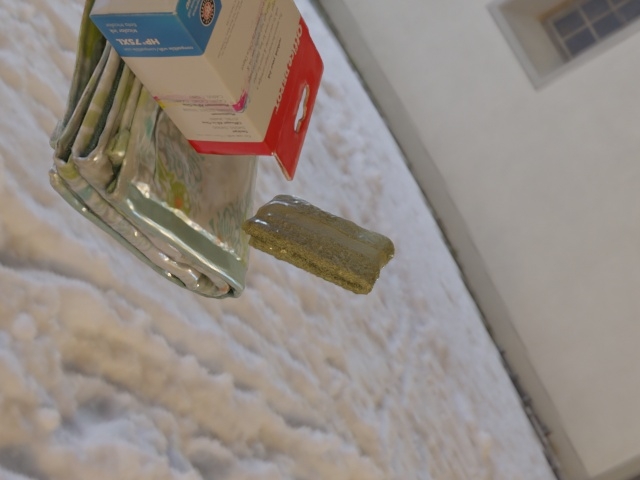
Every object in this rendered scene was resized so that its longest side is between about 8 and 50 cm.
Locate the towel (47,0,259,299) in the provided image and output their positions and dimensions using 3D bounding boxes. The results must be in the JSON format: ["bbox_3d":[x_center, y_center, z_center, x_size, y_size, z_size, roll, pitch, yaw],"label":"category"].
[{"bbox_3d":[-0.136,-0.137,1.081,0.374,0.090,0.321,54,41,-68],"label":"towel"}]

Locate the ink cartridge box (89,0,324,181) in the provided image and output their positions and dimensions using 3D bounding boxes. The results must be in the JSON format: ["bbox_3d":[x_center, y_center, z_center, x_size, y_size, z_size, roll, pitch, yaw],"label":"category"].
[{"bbox_3d":[-0.079,-0.160,0.870,0.231,0.078,0.134,56,43,-54],"label":"ink cartridge box"}]

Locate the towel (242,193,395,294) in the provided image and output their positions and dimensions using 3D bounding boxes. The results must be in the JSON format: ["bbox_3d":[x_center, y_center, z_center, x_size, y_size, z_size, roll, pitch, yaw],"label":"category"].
[{"bbox_3d":[0.000,0.000,1.119,0.148,0.027,0.110,26,31,7],"label":"towel"}]
